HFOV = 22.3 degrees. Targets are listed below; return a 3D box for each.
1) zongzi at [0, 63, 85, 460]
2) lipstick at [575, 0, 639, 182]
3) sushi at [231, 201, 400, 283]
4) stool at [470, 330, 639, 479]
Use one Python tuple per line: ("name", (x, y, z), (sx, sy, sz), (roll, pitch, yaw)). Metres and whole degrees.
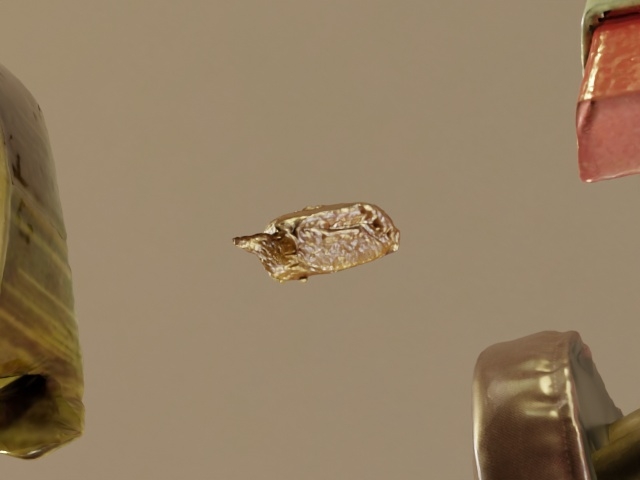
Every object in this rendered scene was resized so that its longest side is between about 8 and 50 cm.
("zongzi", (-0.229, -0.009, 0.333), (0.288, 0.286, 0.134), (-13, -117, 12))
("lipstick", (0.139, -0.123, 0.657), (0.051, 0.051, 0.312), (-7, -147, 21))
("sushi", (0.000, 0.000, 1.160), (0.055, 0.120, 0.052), (-20, -93, 55))
("stool", (0.195, 0.160, 0.816), (0.178, 0.272, 0.272), (-18, -114, 14))
